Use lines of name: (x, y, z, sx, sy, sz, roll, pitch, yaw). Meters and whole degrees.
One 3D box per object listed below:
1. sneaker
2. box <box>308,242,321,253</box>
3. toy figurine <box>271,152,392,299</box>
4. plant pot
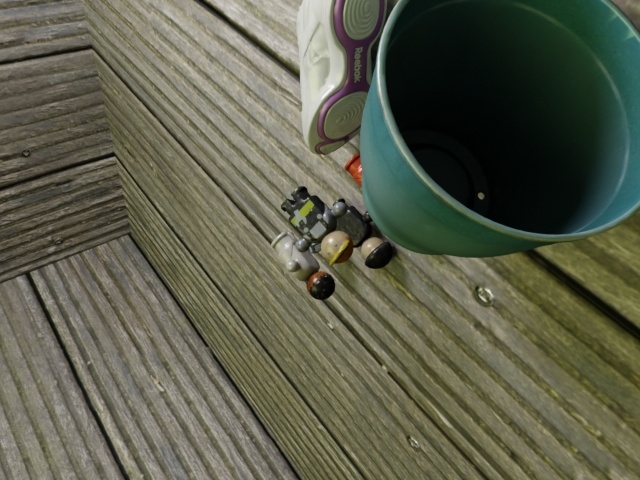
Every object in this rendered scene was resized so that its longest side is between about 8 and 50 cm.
sneaker: (0.021, -0.281, 0.787, 0.152, 0.114, 0.305, 57, 148, 40)
box: (0.000, 0.000, 1.028, 0.067, 0.083, 0.018, 8, 118, 55)
toy figurine: (0.039, -0.013, 0.836, 0.148, 0.209, 0.213, 48, 148, 15)
plant pot: (0.161, -0.101, 0.550, 0.272, 0.271, 0.255, 60, 165, 8)
